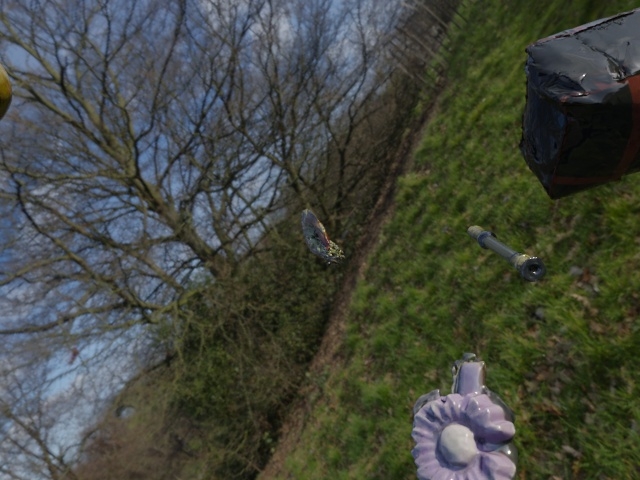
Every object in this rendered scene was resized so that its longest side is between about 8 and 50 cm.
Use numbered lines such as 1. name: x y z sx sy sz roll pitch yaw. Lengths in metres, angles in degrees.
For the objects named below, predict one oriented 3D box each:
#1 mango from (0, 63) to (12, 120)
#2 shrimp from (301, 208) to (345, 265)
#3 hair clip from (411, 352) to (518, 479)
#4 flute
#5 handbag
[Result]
1. mango: -0.577 -0.194 0.622 0.146 0.317 0.192 106 154 -49
2. shrimp: 0.000 0.000 0.978 0.042 0.101 0.190 -21 31 -16
3. hair clip: 0.130 0.241 0.422 0.106 0.085 0.291 -16 58 41
4. flute: 0.217 0.008 0.598 0.027 0.027 0.233 -49 5 10
5. handbag: 0.332 -0.147 0.522 0.216 0.155 0.169 -16 -35 9
